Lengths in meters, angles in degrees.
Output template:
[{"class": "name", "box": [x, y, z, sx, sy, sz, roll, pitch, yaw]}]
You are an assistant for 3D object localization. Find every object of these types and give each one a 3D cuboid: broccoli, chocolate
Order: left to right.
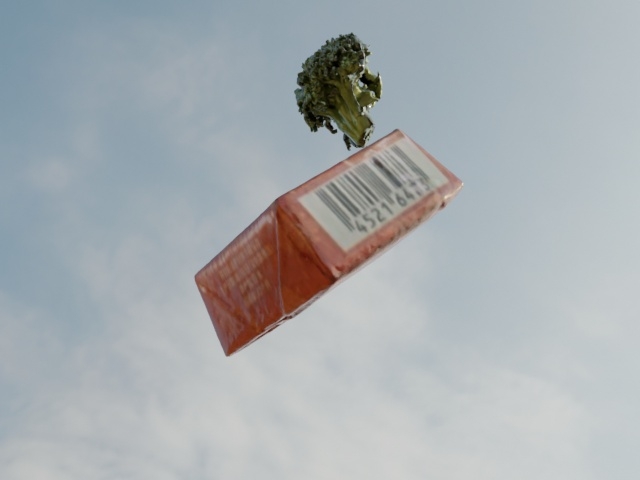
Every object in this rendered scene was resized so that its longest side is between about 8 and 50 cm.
[{"class": "chocolate", "box": [0.000, 0.000, 0.975, 0.108, 0.237, 0.235, 53, -39, 2]}, {"class": "broccoli", "box": [0.021, -0.120, 0.734, 0.095, 0.092, 0.097, -9, -36, -54]}]
